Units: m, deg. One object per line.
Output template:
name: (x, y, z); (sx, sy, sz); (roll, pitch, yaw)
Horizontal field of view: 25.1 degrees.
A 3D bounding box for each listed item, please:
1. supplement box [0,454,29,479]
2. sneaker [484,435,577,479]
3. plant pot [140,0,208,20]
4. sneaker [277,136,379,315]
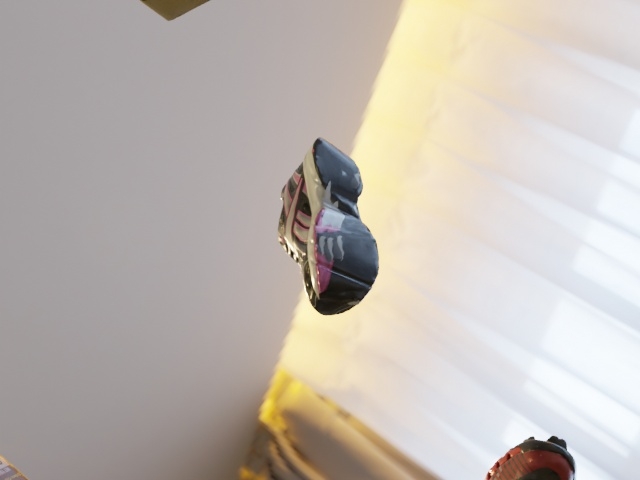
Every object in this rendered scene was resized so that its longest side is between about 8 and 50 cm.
supplement box: (-0.277, 0.308, 1.362); (0.073, 0.239, 0.130); (-54, -10, 16)
sneaker: (0.196, 0.339, 1.584); (0.276, 0.097, 0.135); (-59, 4, 27)
plant pot: (-0.149, -0.275, 1.384); (0.083, 0.081, 0.081); (23, -123, -46)
sneaker: (0.000, 0.000, 1.240); (0.072, 0.178, 0.077); (28, -51, -25)
